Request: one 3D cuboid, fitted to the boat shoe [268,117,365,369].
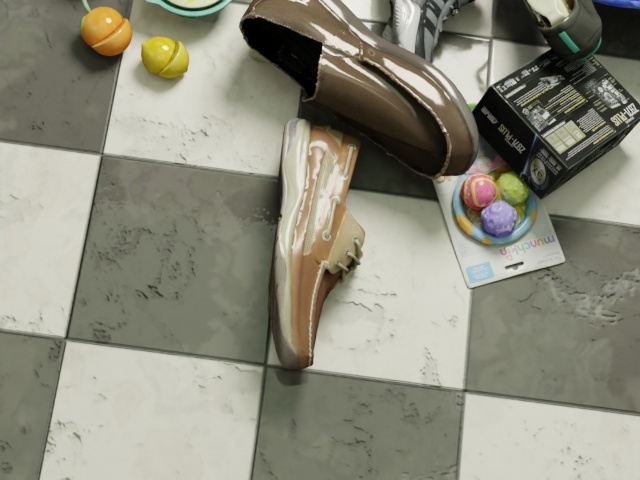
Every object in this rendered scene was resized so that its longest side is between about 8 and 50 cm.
[{"bbox_3d":[0.000,0.000,1.426,0.116,0.123,0.324,5,73,-5],"label":"boat shoe"}]

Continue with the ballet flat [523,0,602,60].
[{"bbox_3d":[0.289,-0.358,1.507,0.095,0.096,0.280,-39,51,27],"label":"ballet flat"}]

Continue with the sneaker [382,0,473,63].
[{"bbox_3d":[0.164,-0.309,1.535,0.153,0.101,0.268,-1,88,-9],"label":"sneaker"}]

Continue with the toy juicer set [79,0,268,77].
[{"bbox_3d":[-0.169,-0.322,1.535,0.329,0.089,0.209,1,71,-4],"label":"toy juicer set"}]

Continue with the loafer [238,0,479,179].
[{"bbox_3d":[0.036,-0.192,1.462,0.366,0.134,0.130,39,53,14],"label":"loafer"}]

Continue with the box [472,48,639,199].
[{"bbox_3d":[0.308,-0.162,1.497,0.180,0.077,0.147,-34,76,-33],"label":"box"}]

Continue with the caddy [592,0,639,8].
[{"bbox_3d":[0.499,-0.397,1.540,0.341,0.179,0.241,-12,31,-7],"label":"caddy"}]

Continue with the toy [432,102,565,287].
[{"bbox_3d":[0.222,-0.071,1.497,0.137,0.056,0.237,-15,73,-8],"label":"toy"}]
